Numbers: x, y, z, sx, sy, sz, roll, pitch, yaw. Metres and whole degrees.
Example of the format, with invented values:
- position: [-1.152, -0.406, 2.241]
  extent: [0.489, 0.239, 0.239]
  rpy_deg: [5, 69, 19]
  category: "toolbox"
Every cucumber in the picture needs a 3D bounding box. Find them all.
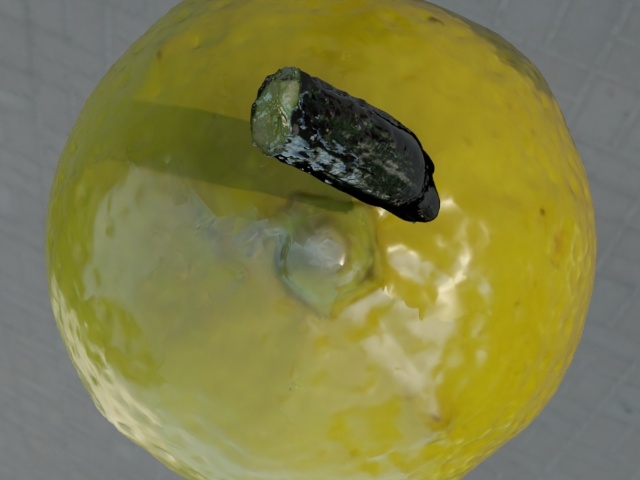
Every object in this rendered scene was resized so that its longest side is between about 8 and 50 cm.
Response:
- position: [0.017, -0.033, 0.485]
  extent: [0.034, 0.033, 0.135]
  rpy_deg: [5, 172, 33]
  category: "cucumber"

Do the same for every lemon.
- position: [0.000, -0.001, 0.763]
  extent: [0.336, 0.336, 0.336]
  rpy_deg: [20, 149, 12]
  category: "lemon"
